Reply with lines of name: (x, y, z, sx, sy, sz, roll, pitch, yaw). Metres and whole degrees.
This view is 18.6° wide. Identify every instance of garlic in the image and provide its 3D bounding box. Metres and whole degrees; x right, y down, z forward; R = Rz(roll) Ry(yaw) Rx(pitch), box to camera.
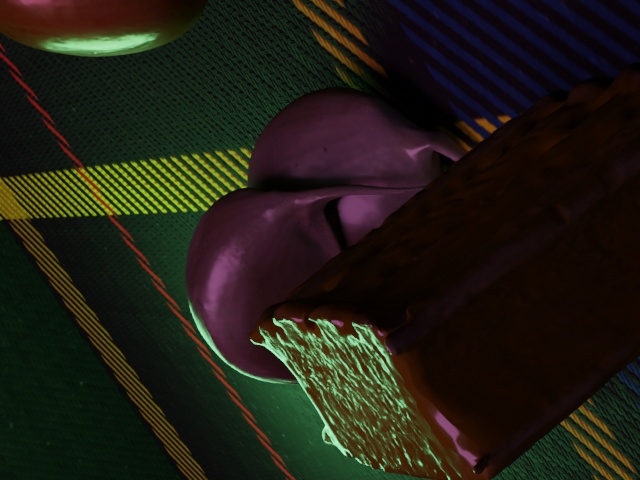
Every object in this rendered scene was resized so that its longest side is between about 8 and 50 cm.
garlic: (0.000, 0.000, 1.831, 0.246, 0.231, 0.340, 49, 148, 11)

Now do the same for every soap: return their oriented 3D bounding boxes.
soap: (0.139, 0.020, 1.421, 0.156, 0.335, 0.293, 55, 159, -9)

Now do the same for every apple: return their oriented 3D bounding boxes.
apple: (-0.220, -0.295, 1.875, 0.241, 0.242, 0.242, 9, 144, 17)
